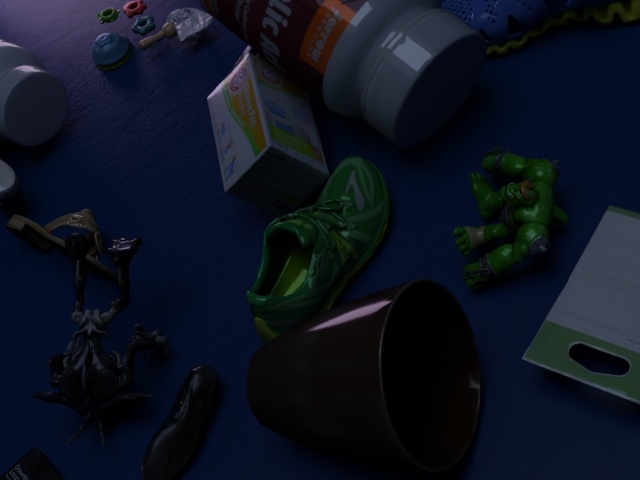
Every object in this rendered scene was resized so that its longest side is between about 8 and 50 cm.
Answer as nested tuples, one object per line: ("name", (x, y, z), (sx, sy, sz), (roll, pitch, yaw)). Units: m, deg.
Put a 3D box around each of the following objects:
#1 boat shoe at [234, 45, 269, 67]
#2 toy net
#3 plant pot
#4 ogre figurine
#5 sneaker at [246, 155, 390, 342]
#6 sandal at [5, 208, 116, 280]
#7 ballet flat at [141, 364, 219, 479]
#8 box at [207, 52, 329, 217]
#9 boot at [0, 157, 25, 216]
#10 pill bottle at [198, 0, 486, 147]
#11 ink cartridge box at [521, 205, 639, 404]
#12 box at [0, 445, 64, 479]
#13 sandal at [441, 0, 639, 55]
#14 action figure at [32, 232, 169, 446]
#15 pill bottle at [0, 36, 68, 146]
("boat shoe", (-0.093, -0.310, 1.908), (0.043, 0.049, 0.137), (12, 65, 33))
("toy net", (-0.278, -0.356, 2.028), (0.232, 0.045, 0.122), (-5, 51, 18))
("plant pot", (0.034, 0.163, 1.398), (0.230, 0.215, 0.215), (-9, 50, 35))
("ogre figurine", (0.244, -0.038, 1.523), (0.118, 0.097, 0.197), (-12, 33, 38))
("sneaker", (0.000, 0.000, 1.574), (0.109, 0.123, 0.295), (12, 60, 31))
("sandal", (-0.369, -0.017, 1.773), (0.240, 0.088, 0.079), (19, 70, 39))
("ballet flat", (-0.174, 0.239, 1.529), (0.057, 0.049, 0.173), (27, 68, 1))
("box", (-0.077, -0.151, 1.711), (0.103, 0.114, 0.203), (-43, 41, 29))
("boot", (-0.537, -0.115, 1.891), (0.069, 0.086, 0.190), (-35, 66, -19))
("pill bottle", (0.027, -0.315, 1.698), (0.392, 0.224, 0.224), (40, 76, 23))
("ink cartridge box", (0.366, 0.081, 1.398), (0.171, 0.056, 0.235), (20, 67, 34))
("box", (-0.394, 0.355, 1.535), (0.162, 0.029, 0.116), (-42, 50, -13))
("sandal", (0.313, -0.363, 1.712), (0.317, 0.138, 0.126), (-15, 52, 15))
("action figure", (-0.286, 0.134, 1.594), (0.164, 0.141, 0.275), (-1, 80, 13))
("pill bottle", (-0.558, -0.258, 1.989), (0.302, 0.169, 0.169), (26, 68, 37))
